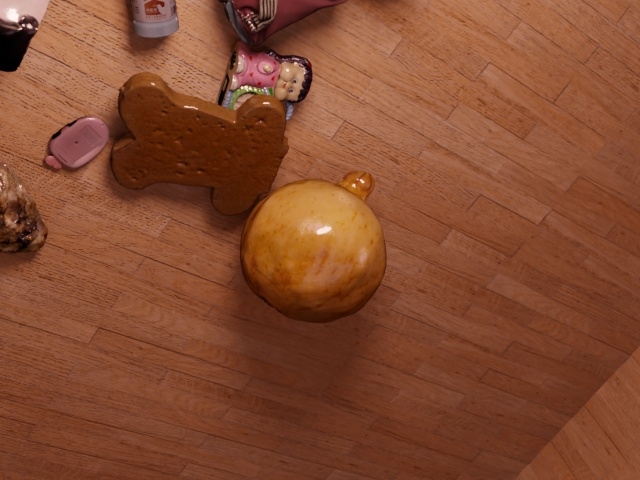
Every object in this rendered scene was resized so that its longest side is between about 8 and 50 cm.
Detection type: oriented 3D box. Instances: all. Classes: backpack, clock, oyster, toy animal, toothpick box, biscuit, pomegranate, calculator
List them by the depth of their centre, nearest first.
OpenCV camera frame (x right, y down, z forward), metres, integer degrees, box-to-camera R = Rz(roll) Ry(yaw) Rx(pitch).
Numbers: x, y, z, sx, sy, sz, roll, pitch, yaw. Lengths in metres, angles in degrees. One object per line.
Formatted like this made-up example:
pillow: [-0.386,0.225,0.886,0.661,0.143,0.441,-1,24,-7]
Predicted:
toy animal: [-0.685,-0.470,1.657,0.310,0.251,0.251,27,111,-25]
backpack: [-0.104,-0.592,1.805,0.283,0.197,0.317,-27,126,3]
toothpick box: [-0.350,-0.514,1.829,0.101,0.101,0.153,-11,126,-13]
oyster: [-0.783,-0.093,1.968,0.204,0.111,0.396,-24,132,1]
calculator: [-0.559,-0.220,2.009,0.166,0.024,0.103,-38,128,7]
clock: [-0.127,-0.353,2.031,0.196,0.100,0.194,8,124,-22]
biscuit: [-0.280,-0.218,2.033,0.394,0.076,0.368,8,137,-15]
pomegranate: [0.000,0.000,2.167,0.410,0.410,0.410,-10,126,-14]
